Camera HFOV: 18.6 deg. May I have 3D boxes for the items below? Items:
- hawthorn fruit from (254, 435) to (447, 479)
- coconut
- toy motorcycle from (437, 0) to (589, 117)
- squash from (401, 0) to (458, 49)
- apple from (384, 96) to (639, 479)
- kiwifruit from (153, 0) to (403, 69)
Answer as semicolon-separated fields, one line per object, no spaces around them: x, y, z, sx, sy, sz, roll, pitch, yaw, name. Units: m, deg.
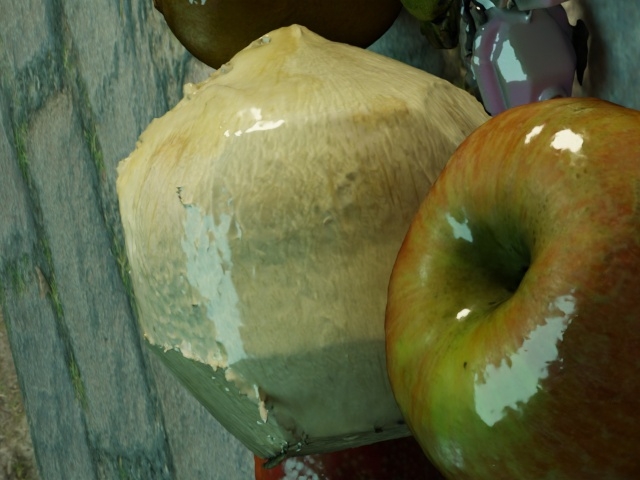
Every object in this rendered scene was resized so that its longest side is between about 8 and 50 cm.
0.031;0.197;1.891;0.205;0.205;0.253;124;138;-61;hawthorn fruit
0.000;0.000;1.656;0.346;0.346;0.360;150;110;-67;coconut
0.158;-0.192;1.430;0.327;0.143;0.188;89;156;-45;toy motorcycle
0.074;-0.315;1.654;0.080;0.071;0.318;-37;-66;-71;squash
0.195;0.052;1.375;0.309;0.250;0.277;-43;44;41;apple
-0.040;-0.245;1.745;0.196;0.234;0.196;170;90;-77;kiwifruit
